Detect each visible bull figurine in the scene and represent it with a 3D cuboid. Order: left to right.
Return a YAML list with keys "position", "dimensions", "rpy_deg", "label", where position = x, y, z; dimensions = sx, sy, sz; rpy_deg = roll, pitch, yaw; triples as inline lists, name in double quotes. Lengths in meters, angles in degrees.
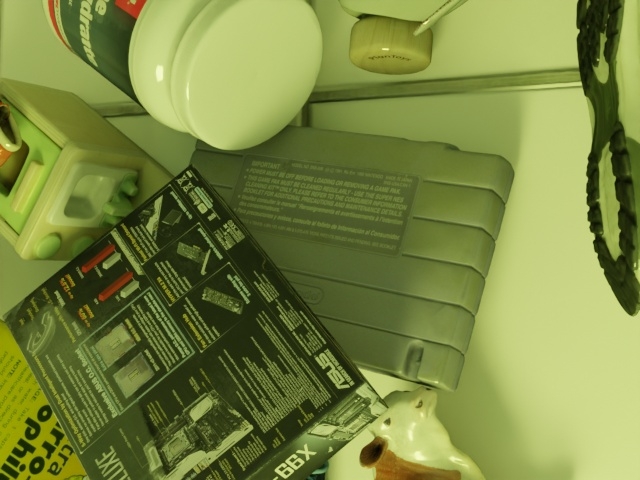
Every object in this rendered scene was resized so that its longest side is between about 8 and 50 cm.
- position: [0.110, 0.286, 0.881]
  dimensions: [0.188, 0.101, 0.310]
  rpy_deg: [16, 104, 27]
  label: "bull figurine"

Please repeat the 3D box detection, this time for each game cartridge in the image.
- position: [0.000, 0.000, 0.958]
  dimensions: [0.355, 0.068, 0.230]
  rpy_deg: [11, 74, 31]
  label: "game cartridge"

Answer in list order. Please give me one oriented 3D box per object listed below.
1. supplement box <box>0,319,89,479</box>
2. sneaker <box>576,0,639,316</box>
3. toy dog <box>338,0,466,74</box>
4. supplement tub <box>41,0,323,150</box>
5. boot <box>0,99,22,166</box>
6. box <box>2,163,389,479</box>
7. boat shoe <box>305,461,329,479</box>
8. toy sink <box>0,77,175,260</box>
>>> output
- position: [-0.282, 0.240, 1.036]
  dimensions: [0.357, 0.194, 0.195]
  rpy_deg: [22, 73, 30]
  label: "supplement box"
- position: [0.317, -0.143, 0.785]
  dimensions: [0.182, 0.158, 0.410]
  rpy_deg: [0, 86, 0]
  label: "sneaker"
- position: [0.087, -0.262, 0.828]
  dimensions: [0.334, 0.161, 0.220]
  rpy_deg: [-42, 51, 54]
  label: "toy dog"
- position: [-0.147, -0.228, 0.994]
  dimensions: [0.272, 0.191, 0.191]
  rpy_deg: [38, 107, 35]
  label: "supplement tub"
- position: [-0.391, -0.153, 1.093]
  dimensions: [0.085, 0.059, 0.157]
  rpy_deg: [-30, 77, 27]
  label: "boot"
- position: [-0.125, 0.110, 0.881]
  dimensions: [0.242, 0.076, 0.307]
  rpy_deg: [-40, 58, -2]
  label: "box"
- position: [-0.030, 0.254, 0.968]
  dimensions: [0.109, 0.089, 0.258]
  rpy_deg: [-11, 90, -2]
  label: "boat shoe"
- position: [-0.305, -0.066, 1.135]
  dimensions: [0.234, 0.131, 0.152]
  rpy_deg: [39, 108, 26]
  label: "toy sink"
